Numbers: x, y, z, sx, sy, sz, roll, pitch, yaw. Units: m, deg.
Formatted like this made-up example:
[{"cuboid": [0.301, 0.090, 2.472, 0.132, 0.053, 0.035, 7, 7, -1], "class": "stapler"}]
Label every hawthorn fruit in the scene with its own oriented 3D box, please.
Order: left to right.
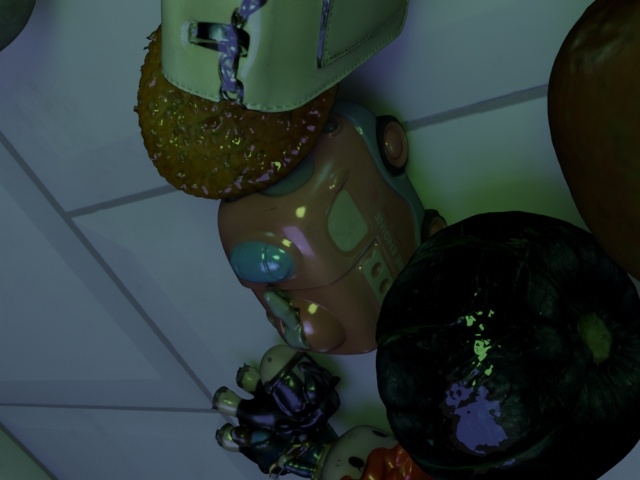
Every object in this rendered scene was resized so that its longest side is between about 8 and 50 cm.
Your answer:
[{"cuboid": [0.289, -0.105, 0.508, 0.267, 0.268, 0.301, -21, 114, 44], "class": "hawthorn fruit"}]

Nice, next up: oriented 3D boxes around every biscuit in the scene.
[{"cuboid": [-0.091, -0.164, 0.747, 0.254, 0.254, 0.035, 7, 176, 28], "class": "biscuit"}]

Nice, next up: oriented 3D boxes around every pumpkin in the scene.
[{"cuboid": [0.190, 0.122, 0.765, 0.238, 0.315, 0.315, -12, 123, 48], "class": "pumpkin"}]

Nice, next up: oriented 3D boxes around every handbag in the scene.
[{"cuboid": [-0.015, -0.295, 0.505, 0.160, 0.237, 0.358, 19, 128, 13], "class": "handbag"}]

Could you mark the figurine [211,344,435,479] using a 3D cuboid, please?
[{"cuboid": [0.005, 0.347, 1.195, 0.412, 0.241, 0.306, 45, 117, 14], "class": "figurine"}]

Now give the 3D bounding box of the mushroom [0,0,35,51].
[{"cuboid": [-0.451, -0.327, 0.845, 0.243, 0.243, 0.243, 18, 137, 18], "class": "mushroom"}]

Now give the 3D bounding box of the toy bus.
[{"cuboid": [0.000, 0.000, 0.829, 0.194, 0.232, 0.288, -2, 131, 38], "class": "toy bus"}]
